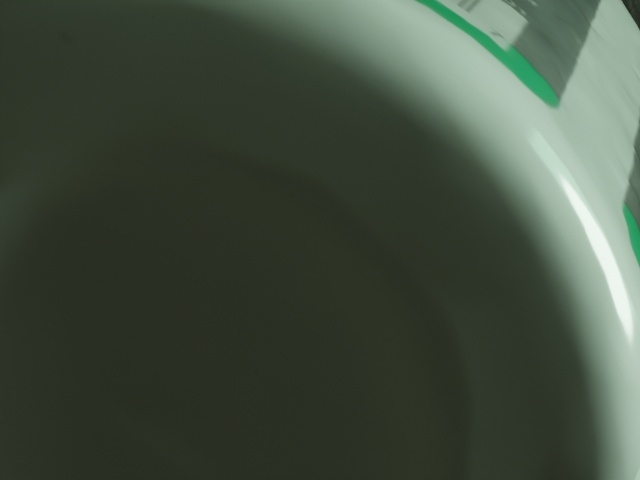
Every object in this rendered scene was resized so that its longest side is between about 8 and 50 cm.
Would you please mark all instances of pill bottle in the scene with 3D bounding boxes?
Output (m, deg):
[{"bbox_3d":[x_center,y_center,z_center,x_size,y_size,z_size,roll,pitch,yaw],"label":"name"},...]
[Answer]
[{"bbox_3d":[0.000,0.000,0.540,0.361,0.204,0.204,-49,123,-72],"label":"pill bottle"}]
